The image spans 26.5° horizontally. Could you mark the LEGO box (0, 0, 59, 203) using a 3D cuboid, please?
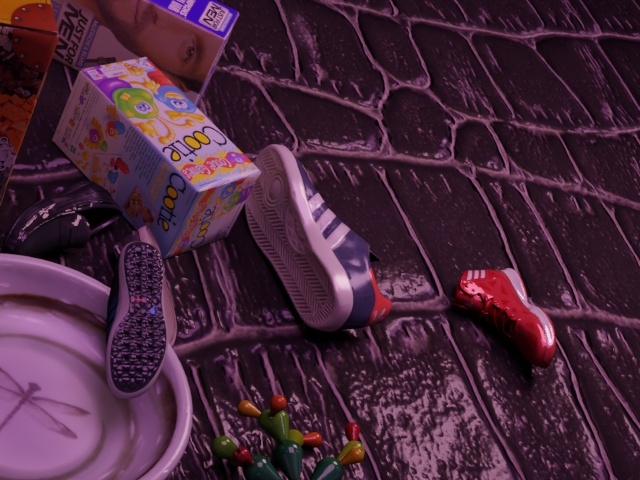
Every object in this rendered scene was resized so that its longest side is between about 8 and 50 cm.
[{"bbox_3d":[-0.533,-0.296,1.846,0.193,0.372,0.500,6,41,-29],"label":"LEGO box"}]

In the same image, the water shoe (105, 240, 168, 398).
[{"bbox_3d":[-0.227,0.104,1.664,0.072,0.080,0.203,13,63,-18],"label":"water shoe"}]

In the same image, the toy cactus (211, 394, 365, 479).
[{"bbox_3d":[-0.027,0.290,1.734,0.219,0.112,0.181,14,47,-35],"label":"toy cactus"}]

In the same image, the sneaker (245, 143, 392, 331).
[{"bbox_3d":[0.000,0.000,2.085,0.148,0.131,0.350,8,46,-39],"label":"sneaker"}]

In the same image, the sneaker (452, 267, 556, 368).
[{"bbox_3d":[0.281,0.125,2.172,0.128,0.087,0.221,3,31,-21],"label":"sneaker"}]

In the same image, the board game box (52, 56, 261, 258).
[{"bbox_3d":[-0.248,-0.128,2.037,0.275,0.144,0.142,45,38,20],"label":"board game box"}]

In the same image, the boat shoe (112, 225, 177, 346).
[{"bbox_3d":[-0.247,0.073,1.883,0.065,0.075,0.206,-20,52,5],"label":"boat shoe"}]

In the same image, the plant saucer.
[{"bbox_3d":[-0.354,0.188,1.614,0.400,0.101,0.400,19,36,-14],"label":"plant saucer"}]

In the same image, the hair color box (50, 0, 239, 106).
[{"bbox_3d":[-0.326,-0.355,2.224,0.338,0.185,0.110,25,36,-6],"label":"hair color box"}]

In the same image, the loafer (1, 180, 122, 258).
[{"bbox_3d":[-0.356,-0.022,1.888,0.078,0.076,0.223,30,31,14],"label":"loafer"}]
